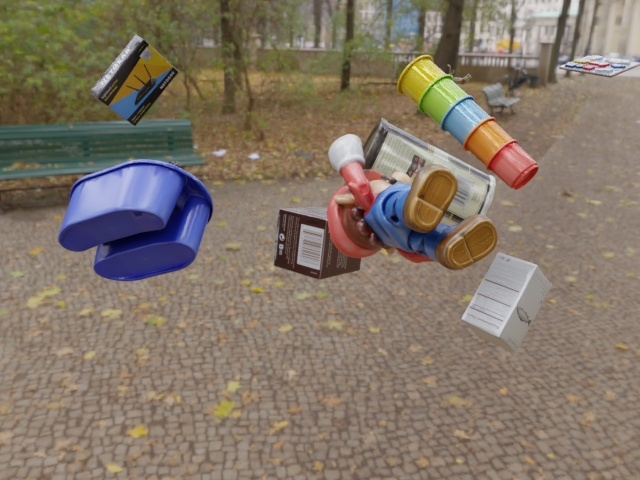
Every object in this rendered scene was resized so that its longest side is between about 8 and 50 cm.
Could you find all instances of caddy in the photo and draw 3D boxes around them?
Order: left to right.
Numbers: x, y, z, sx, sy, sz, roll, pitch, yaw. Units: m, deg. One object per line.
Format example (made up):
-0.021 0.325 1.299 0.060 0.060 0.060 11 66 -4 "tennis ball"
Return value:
-0.405 -0.053 1.324 0.341 0.241 0.179 -13 47 22 "caddy"

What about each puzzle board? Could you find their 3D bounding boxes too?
0.585 -0.369 1.257 0.096 0.011 0.128 -24 33 -22 "puzzle board"

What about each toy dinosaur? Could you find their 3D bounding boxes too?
0.398 -0.502 1.925 0.053 0.093 0.183 -36 8 -28 "toy dinosaur"

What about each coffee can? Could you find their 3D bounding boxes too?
0.205 -0.112 1.298 0.275 0.202 0.201 27 18 -5 "coffee can"

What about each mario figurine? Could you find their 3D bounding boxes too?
0.119 -0.059 0.840 0.170 0.198 0.320 -11 10 -19 "mario figurine"

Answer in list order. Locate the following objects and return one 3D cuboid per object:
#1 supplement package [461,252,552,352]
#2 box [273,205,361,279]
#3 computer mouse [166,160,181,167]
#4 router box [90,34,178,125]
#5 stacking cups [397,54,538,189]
0.414 0.138 1.332 0.105 0.179 0.105 23 -12 46 "supplement package"
0.000 0.000 1.672 0.167 0.169 0.203 14 12 34 "box"
-0.418 -0.132 1.673 0.188 0.072 0.272 -41 54 -18 "computer mouse"
-0.454 -0.390 1.470 0.046 0.179 0.133 38 0 35 "router box"
0.279 -0.226 1.137 0.096 0.096 0.316 -15 55 -41 "stacking cups"
